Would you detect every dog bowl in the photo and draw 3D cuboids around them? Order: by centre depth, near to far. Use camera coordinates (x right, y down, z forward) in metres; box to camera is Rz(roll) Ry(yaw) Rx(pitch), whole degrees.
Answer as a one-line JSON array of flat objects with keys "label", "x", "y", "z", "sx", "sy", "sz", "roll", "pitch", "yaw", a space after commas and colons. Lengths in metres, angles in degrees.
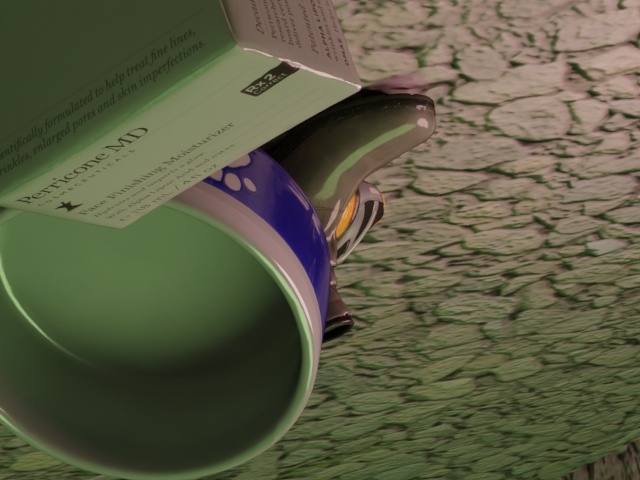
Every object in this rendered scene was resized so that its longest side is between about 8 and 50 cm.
[{"label": "dog bowl", "x": -0.126, "y": 0.041, "z": 1.355, "sx": 0.264, "sy": 0.104, "sz": 0.265, "roll": 5, "pitch": 127, "yaw": 6}]

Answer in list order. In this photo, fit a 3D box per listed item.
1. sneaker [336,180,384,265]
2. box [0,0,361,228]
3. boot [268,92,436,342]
[{"label": "sneaker", "x": -0.031, "y": 0.013, "z": 1.603, "sx": 0.215, "sy": 0.084, "sz": 0.083, "roll": -34, "pitch": 160, "yaw": 35}, {"label": "box", "x": -0.102, "y": -0.127, "z": 1.023, "sx": 0.181, "sy": 0.182, "sz": 0.119, "roll": -29, "pitch": 158, "yaw": 28}, {"label": "boot", "x": 0.000, "y": 0.000, "z": 1.472, "sx": 0.246, "sy": 0.161, "sz": 0.083, "roll": -25, "pitch": 159, "yaw": 20}]
